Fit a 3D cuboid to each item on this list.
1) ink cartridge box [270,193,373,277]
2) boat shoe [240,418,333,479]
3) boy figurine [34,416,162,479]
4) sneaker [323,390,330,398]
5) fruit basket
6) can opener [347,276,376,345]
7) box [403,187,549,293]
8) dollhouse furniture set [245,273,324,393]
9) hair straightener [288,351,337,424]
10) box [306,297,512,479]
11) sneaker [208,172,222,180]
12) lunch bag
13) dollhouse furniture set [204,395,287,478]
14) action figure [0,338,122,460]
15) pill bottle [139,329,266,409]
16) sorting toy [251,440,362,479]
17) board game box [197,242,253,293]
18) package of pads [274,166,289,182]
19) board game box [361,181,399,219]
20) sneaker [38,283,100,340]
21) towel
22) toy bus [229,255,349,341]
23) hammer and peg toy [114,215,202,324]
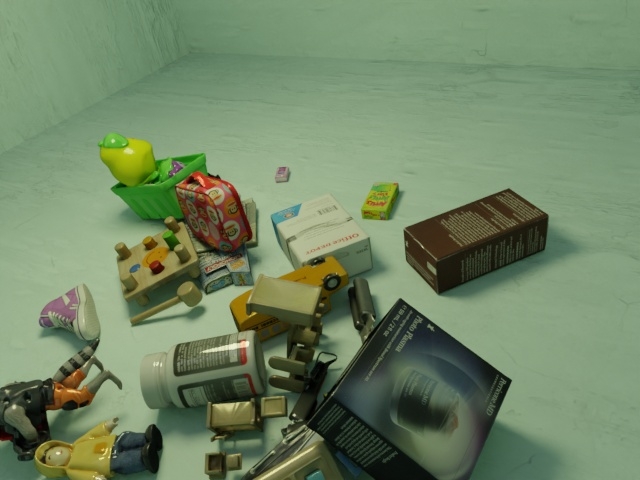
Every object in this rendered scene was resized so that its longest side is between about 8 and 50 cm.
[{"bbox_3d":[0.000,0.000,1.816,0.223,0.129,0.307,-20,36,-13],"label":"ink cartridge box"},{"bbox_3d":[-0.042,0.437,1.238,0.102,0.108,0.301,35,61,28],"label":"boat shoe"},{"bbox_3d":[-0.514,0.489,1.316,0.285,0.092,0.177,-6,40,4],"label":"boy figurine"},{"bbox_3d":[0.042,0.383,1.359,0.035,0.031,0.083,-31,40,-26],"label":"sneaker"},{"bbox_3d":[-0.629,-0.263,2.102,0.392,0.392,0.283,16,44,33],"label":"fruit basket"},{"bbox_3d":[0.140,0.216,1.551,0.095,0.076,0.283,17,31,-16],"label":"can opener"},{"bbox_3d":[0.460,-0.004,1.693,0.381,0.143,0.191,-19,36,-13],"label":"box"},{"bbox_3d":[-0.091,0.220,1.434,0.160,0.242,0.212,11,40,8],"label":"dollhouse furniture set"},{"bbox_3d":[-0.012,0.349,1.372,0.047,0.089,0.230,15,41,22],"label":"hair straightener"},{"bbox_3d":[0.186,0.331,1.166,0.294,0.183,0.296,37,50,7],"label":"box"},{"bbox_3d":[-0.491,-0.238,2.312,0.232,0.090,0.081,7,39,24],"label":"sneaker"},{"bbox_3d":[-0.363,-0.109,1.863,0.120,0.258,0.293,-35,33,-28],"label":"lunch bag"},{"bbox_3d":[-0.159,0.454,1.297,0.181,0.101,0.161,-6,60,6],"label":"dollhouse furniture set"},{"bbox_3d":[-0.713,0.375,1.446,0.330,0.179,0.341,-21,27,-32],"label":"action figure"},{"bbox_3d":[-0.287,0.326,1.417,0.283,0.161,0.161,-10,35,1],"label":"pill bottle"},{"bbox_3d":[-0.026,0.519,1.104,0.347,0.047,0.196,-26,72,-19],"label":"sorting toy"},{"bbox_3d":[-0.300,0.089,1.835,0.194,0.060,0.194,-23,36,-16],"label":"board game box"},{"bbox_3d":[-0.155,-0.268,2.313,0.050,0.032,0.083,-3,36,7],"label":"package of pads"},{"bbox_3d":[0.215,-0.143,2.029,0.092,0.043,0.181,5,38,21],"label":"board game box"},{"bbox_3d":[-0.764,0.246,1.723,0.161,0.102,0.282,-26,27,-15],"label":"sneaker"},{"bbox_3d":[-0.387,-0.055,2.063,0.324,0.056,0.312,-12,35,-2],"label":"towel"},{"bbox_3d":[-0.082,0.167,1.606,0.332,0.130,0.108,-22,36,-15],"label":"toy bus"},{"bbox_3d":[-0.514,0.091,1.790,0.265,0.127,0.361,-28,39,-6],"label":"hammer and peg toy"}]
